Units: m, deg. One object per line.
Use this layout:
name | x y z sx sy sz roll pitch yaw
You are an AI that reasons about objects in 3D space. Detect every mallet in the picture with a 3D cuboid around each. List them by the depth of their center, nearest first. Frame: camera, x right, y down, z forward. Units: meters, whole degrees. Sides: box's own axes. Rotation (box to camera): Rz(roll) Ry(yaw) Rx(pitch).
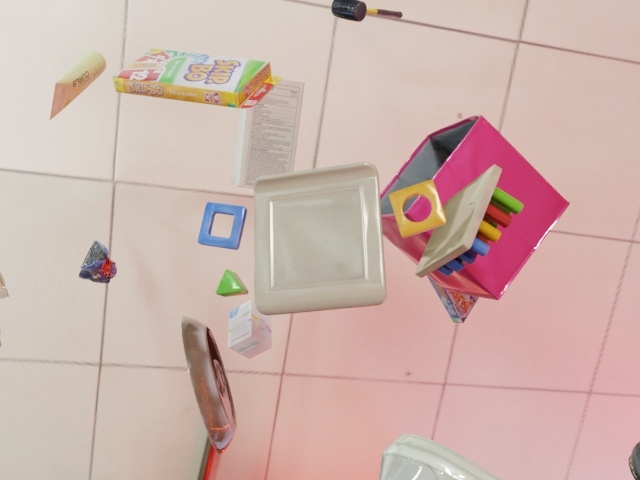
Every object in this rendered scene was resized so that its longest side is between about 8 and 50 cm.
mallet | 0.105 -0.432 1.256 0.189 0.062 0.039 -11 121 -42

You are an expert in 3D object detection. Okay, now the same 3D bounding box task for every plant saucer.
plant saucer | -0.240 0.310 1.463 0.050 0.310 0.311 -17 108 -4

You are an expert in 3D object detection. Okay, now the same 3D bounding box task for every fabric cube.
fabric cube | 0.291 -0.064 1.370 0.258 0.254 0.259 41 80 -11

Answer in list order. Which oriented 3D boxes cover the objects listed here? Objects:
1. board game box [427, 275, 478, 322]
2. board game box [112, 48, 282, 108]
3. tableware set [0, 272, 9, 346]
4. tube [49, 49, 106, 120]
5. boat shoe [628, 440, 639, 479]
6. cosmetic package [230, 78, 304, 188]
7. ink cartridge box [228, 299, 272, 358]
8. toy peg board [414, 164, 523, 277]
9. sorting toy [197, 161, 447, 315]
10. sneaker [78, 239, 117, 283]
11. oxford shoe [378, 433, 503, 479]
board game box | 0.341 0.092 1.689 0.136 0.035 0.201 -51 121 -30
board game box | -0.204 -0.273 1.109 0.259 0.124 0.039 13 132 17
tableware set | -0.574 0.107 1.059 0.168 0.020 0.141 -2 98 9
tube | -0.551 -0.357 1.488 0.062 0.240 0.070 -13 122 15
boat shoe | 0.387 0.267 0.596 0.302 0.114 0.091 31 125 -8
cosmetic package | -0.151 -0.299 1.859 0.160 0.113 0.310 5 99 -21
ink cartridge box | -0.202 0.263 1.899 0.092 0.143 0.090 -30 133 26
toy peg board | 0.248 -0.012 1.079 0.079 0.161 0.161 31 63 -7
sorting toy | 0.000 0.000 0.911 0.347 0.047 0.196 -7 76 14
sneaker | -0.564 0.061 1.709 0.087 0.221 0.083 24 70 -15
oxford shoe | 0.248 0.373 0.706 0.449 0.169 0.130 26 60 17
